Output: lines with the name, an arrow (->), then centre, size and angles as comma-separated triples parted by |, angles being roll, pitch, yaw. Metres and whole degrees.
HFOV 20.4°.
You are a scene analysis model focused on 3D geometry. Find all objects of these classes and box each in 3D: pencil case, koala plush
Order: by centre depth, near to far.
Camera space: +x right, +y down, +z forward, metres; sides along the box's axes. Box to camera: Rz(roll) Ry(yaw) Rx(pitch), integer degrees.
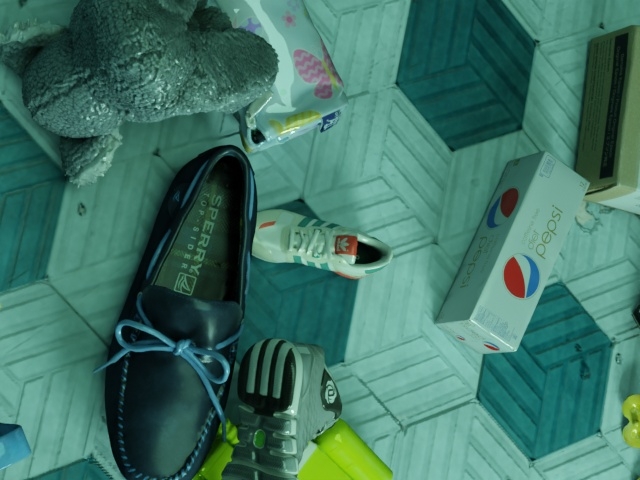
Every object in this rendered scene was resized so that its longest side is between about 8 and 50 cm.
koala plush -> -0.194, -0.164, 1.653 | 0.196, 0.221, 0.203 | 61, 30, -11
pencil case -> -0.078, -0.223, 1.769 | 0.124, 0.113, 0.273 | -28, 96, -36

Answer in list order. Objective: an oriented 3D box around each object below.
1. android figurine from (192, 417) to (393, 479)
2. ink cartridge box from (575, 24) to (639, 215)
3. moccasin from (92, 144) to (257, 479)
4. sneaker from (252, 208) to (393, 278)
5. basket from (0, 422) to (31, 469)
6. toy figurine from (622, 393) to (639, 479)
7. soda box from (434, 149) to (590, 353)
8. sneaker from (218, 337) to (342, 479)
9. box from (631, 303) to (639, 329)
android figurine -> -0.036, 0.287, 1.761 | 0.273, 0.056, 0.248 | 48, 65, -16
ink cartridge box -> 0.414, -0.120, 2.036 | 0.235, 0.088, 0.193 | 13, 76, -28
moccasin -> -0.137, 0.066, 1.687 | 0.138, 0.117, 0.342 | 9, 74, -9
sneaker -> 0.000, 0.000, 1.804 | 0.161, 0.075, 0.057 | 15, 76, -26
basket -> -0.387, 0.216, 1.467 | 0.289, 0.255, 0.201 | -19, 91, -18
toy figurine -> 0.495, 0.306, 1.975 | 0.217, 0.191, 0.362 | -8, 88, -34
soda box -> 0.207, 0.013, 1.915 | 0.069, 0.074, 0.216 | 34, 69, -20
sneaker -> -0.029, 0.204, 1.698 | 0.132, 0.086, 0.228 | 0, 104, -60
box -> 0.485, 0.045, 2.000 | 0.175, 0.051, 0.220 | 23, 115, -24
